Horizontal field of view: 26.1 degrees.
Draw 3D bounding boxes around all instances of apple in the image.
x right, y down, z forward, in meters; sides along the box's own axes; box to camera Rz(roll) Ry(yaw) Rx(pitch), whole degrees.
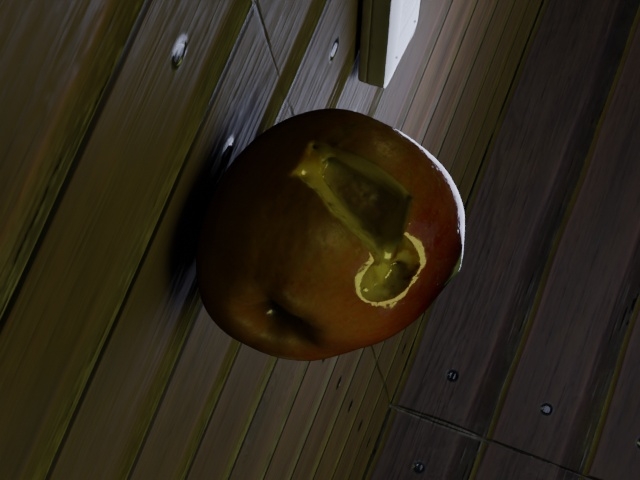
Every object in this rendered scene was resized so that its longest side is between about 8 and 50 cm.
[{"bbox_3d":[0.000,0.000,0.981,0.199,0.199,0.199,19,90,-78],"label":"apple"}]

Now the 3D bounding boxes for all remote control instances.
[{"bbox_3d":[0.068,-0.249,1.216,0.250,0.034,0.103,91,22,-55],"label":"remote control"}]
